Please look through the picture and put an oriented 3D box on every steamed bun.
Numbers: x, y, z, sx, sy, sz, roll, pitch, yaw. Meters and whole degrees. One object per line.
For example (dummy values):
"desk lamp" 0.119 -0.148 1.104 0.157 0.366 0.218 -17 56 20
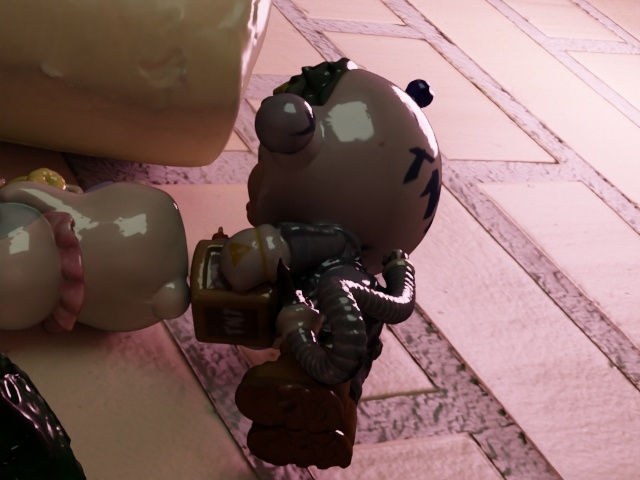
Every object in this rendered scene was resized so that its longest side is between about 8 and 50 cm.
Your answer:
"steamed bun" -0.247 -0.291 1.344 0.371 0.290 0.456 9 65 -23

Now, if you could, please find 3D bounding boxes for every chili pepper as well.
"chili pepper" -0.215 0.132 0.791 0.116 0.264 0.148 -38 88 -13

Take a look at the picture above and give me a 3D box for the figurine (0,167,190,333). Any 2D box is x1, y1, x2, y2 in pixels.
"figurine" -0.235 0.010 1.053 0.235 0.127 0.155 -2 54 -28

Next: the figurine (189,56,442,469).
"figurine" -0.002 0.002 1.095 0.186 0.261 0.382 12 51 3
